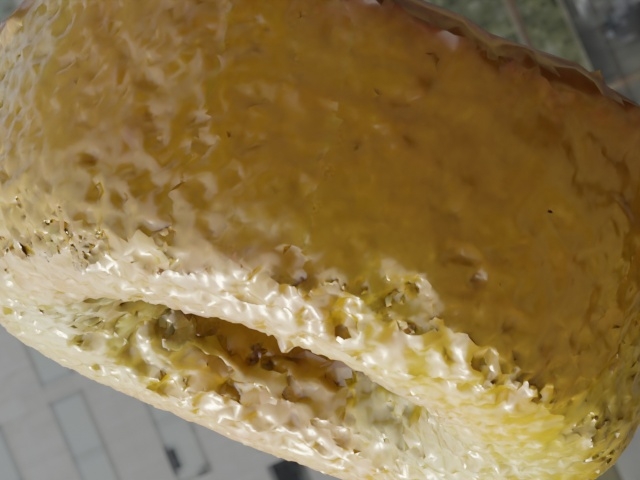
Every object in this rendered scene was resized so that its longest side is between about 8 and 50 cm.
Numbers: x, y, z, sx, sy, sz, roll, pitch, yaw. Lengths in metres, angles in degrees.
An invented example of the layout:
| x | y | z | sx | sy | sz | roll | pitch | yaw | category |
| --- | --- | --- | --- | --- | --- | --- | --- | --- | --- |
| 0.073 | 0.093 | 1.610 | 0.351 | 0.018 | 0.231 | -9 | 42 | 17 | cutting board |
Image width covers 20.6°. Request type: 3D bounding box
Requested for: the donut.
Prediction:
| x | y | z | sx | sy | sz | roll | pitch | yaw | category |
| --- | --- | --- | --- | --- | --- | --- | --- | --- | --- |
| 0.001 | 0.000 | 0.549 | 0.253 | 0.253 | 0.118 | 58 | -132 | -67 | donut |
